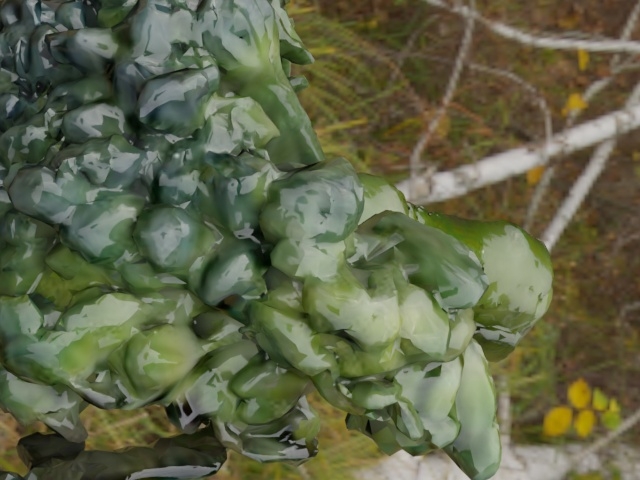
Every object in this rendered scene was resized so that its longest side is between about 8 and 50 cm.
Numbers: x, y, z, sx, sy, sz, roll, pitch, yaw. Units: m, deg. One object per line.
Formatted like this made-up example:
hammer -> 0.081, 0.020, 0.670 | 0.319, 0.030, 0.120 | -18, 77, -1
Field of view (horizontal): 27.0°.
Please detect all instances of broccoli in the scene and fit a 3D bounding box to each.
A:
broccoli -> 0.006, 0.001, 0.427 | 0.275, 0.198, 0.177 | 15, 89, -30
